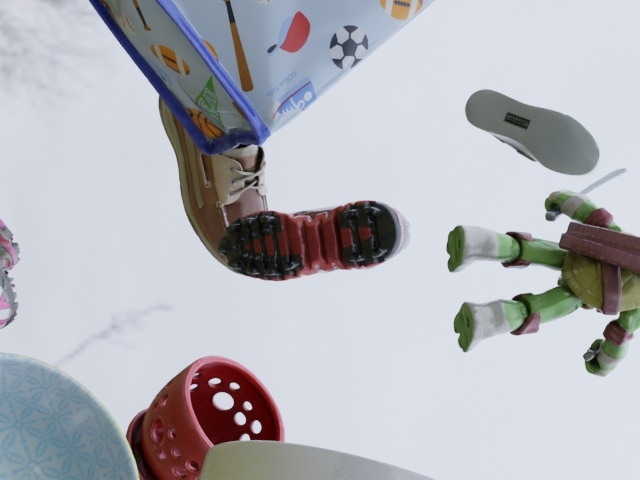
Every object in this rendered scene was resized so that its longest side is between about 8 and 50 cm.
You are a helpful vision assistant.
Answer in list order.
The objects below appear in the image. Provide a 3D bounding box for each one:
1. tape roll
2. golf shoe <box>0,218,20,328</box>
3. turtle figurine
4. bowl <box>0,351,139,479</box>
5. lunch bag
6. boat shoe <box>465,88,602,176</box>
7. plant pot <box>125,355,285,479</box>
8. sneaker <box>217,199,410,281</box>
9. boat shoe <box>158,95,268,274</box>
[{"bbox_3d":[0.039,0.333,1.927,0.392,0.392,0.072,138,-30,-65],"label":"tape roll"},{"bbox_3d":[-0.307,0.038,1.406,0.067,0.086,0.186,48,-24,15],"label":"golf shoe"},{"bbox_3d":[0.273,0.050,1.865,0.274,0.266,0.197,-122,-148,-66],"label":"turtle figurine"},{"bbox_3d":[-0.338,0.270,1.630,0.156,0.289,0.289,-36,-127,53],"label":"bowl"},{"bbox_3d":[-0.096,-0.337,1.762,0.385,0.328,0.239,52,-20,-13],"label":"lunch bag"},{"bbox_3d":[0.305,-0.149,2.294,0.219,0.070,0.077,32,-85,31],"label":"boat shoe"},{"bbox_3d":[-0.174,0.288,2.397,0.174,0.191,0.191,-39,-133,35],"label":"plant pot"},{"bbox_3d":[0.000,0.000,2.226,0.135,0.276,0.097,-3,87,-65],"label":"sneaker"},{"bbox_3d":[-0.140,-0.103,2.444,0.116,0.123,0.324,-19,-86,49],"label":"boat shoe"}]
